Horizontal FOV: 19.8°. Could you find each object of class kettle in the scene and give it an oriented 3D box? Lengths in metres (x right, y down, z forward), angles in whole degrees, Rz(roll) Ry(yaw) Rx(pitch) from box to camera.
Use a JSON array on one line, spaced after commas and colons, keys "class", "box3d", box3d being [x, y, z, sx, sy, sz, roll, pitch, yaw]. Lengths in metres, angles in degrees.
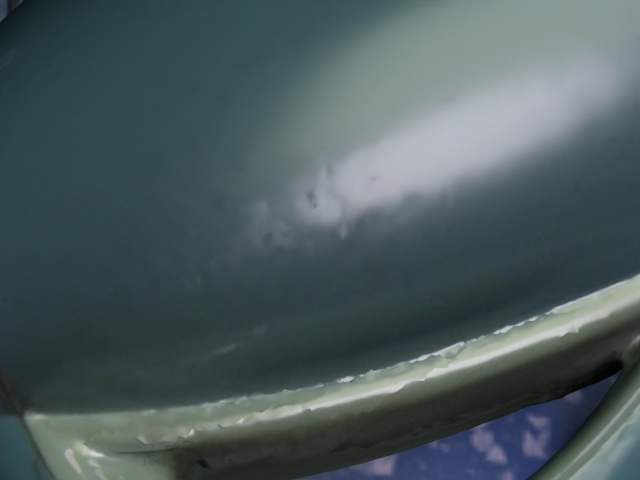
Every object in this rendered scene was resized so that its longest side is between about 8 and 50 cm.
[{"class": "kettle", "box3d": [0.000, 0.000, 0.707, 0.342, 0.247, 0.319, -27, 64, -8]}]
